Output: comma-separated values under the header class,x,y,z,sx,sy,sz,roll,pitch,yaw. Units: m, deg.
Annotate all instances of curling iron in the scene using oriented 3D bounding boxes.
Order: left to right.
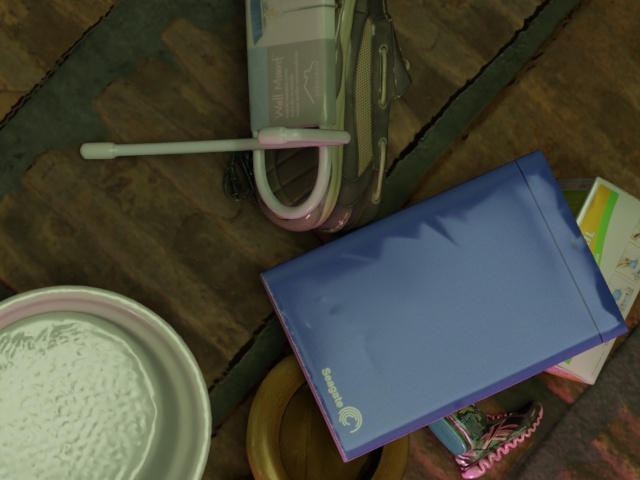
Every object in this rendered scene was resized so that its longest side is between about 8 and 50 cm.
class,x,y,z,sx,sy,sz,roll,pitch,yaw
curling iron,0.000,0.000,1.640,0.274,0.035,0.068,44,73,-11

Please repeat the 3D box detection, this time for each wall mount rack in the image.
class,x,y,z,sx,sy,sz,roll,pitch,yaw
wall mount rack,-0.103,-0.194,1.514,0.130,0.304,0.350,-2,91,-44

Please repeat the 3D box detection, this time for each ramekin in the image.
class,x,y,z,sx,sy,sz,roll,pitch,yaw
ramekin,-0.256,0.180,1.520,0.277,0.135,0.277,0,90,-16

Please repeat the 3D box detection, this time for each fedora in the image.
class,x,y,z,sx,sy,sz,roll,pitch,yaw
fedora,0.000,0.210,1.615,0.194,0.079,0.194,6,72,-19

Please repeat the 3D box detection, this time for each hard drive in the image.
class,x,y,z,sx,sy,sz,roll,pitch,yaw
hard drive,0.126,0.065,1.581,0.319,0.040,0.210,-24,83,-6

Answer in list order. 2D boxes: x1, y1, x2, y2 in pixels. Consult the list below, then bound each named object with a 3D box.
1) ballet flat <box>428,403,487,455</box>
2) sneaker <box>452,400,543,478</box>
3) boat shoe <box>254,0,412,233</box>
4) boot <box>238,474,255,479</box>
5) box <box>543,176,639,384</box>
class,x,y,z,sx,sy,sz,roll,pitch,yaw
ballet flat,0.108,0.147,1.662,0.070,0.070,0.188,-43,97,-11
sneaker,0.192,0.208,1.698,0.119,0.047,0.057,-37,89,-13
boat shoe,0.018,-0.176,1.613,0.130,0.132,0.355,15,80,-42
boot,-0.135,0.387,1.574,0.295,0.104,0.211,-22,96,-19
box,0.277,0.043,1.680,0.103,0.114,0.203,29,84,-14
